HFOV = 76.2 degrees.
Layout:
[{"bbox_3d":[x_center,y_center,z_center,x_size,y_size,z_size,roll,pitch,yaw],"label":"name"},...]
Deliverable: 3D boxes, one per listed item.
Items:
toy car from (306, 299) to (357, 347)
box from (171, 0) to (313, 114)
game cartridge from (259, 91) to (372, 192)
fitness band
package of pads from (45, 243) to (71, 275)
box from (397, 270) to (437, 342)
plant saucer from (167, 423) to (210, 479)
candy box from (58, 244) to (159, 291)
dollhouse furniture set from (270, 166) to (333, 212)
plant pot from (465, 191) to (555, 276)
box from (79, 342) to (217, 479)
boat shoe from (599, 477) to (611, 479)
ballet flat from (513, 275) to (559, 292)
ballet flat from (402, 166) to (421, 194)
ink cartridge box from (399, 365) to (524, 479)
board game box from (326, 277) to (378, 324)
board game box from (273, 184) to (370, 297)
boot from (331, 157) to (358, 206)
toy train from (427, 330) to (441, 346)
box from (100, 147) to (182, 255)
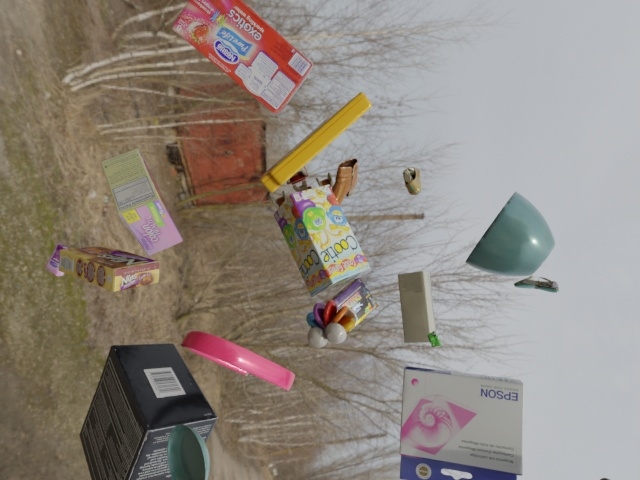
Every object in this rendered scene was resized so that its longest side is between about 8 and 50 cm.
[{"bbox_3d":[0.027,0.275,1.415,0.136,0.182,0.159,63,32,-10],"label":"toy car"},{"bbox_3d":[-0.150,-0.394,0.841,0.128,0.257,0.122,-50,-166,14],"label":"box"},{"bbox_3d":[-0.032,-0.227,0.994,0.052,0.285,0.324,49,-1,-10],"label":"game cartridge"},{"bbox_3d":[-0.197,0.292,0.990,0.209,0.291,0.054,-9,-128,55],"label":"fitness band"},{"bbox_3d":[-0.755,0.057,1.182,0.083,0.050,0.032,-63,171,1],"label":"package of pads"},{"bbox_3d":[0.385,0.265,1.620,0.094,0.113,0.275,18,66,-58],"label":"box"},{"bbox_3d":[-0.224,0.376,0.703,0.119,0.021,0.119,-2,-93,41],"label":"plant saucer"},{"bbox_3d":[-0.454,0.056,0.876,0.109,0.187,0.053,-10,108,-61],"label":"candy box"},{"bbox_3d":[-0.070,-0.198,1.714,0.135,0.262,0.259,62,6,-64],"label":"dollhouse furniture set"},{"bbox_3d":[0.654,0.010,1.369,0.195,0.290,0.290,36,-33,19],"label":"plant pot"},{"bbox_3d":[-0.440,0.465,1.021,0.296,0.183,0.294,37,-73,42],"label":"box"},{"bbox_3d":[0.673,0.628,0.922,0.081,0.227,0.079,44,-69,15],"label":"boat shoe"},{"bbox_3d":[0.613,0.121,1.160,0.041,0.114,0.041,7,90,-70],"label":"ballet flat"},{"bbox_3d":[0.397,-0.280,1.785,0.073,0.080,0.232,42,25,-21],"label":"ballet flat"},{"bbox_3d":[0.390,0.542,1.149,0.071,0.324,0.330,29,64,-74],"label":"ink cartridge box"},{"bbox_3d":[0.128,0.255,1.630,0.141,0.170,0.048,56,-25,-8],"label":"board game box"},{"bbox_3d":[0.000,0.000,1.188,0.142,0.144,0.275,-41,-108,55],"label":"board game box"},{"bbox_3d":[0.064,-0.199,1.462,0.073,0.197,0.152,31,-37,21],"label":"boot"},{"bbox_3d":[0.272,0.239,0.977,0.017,0.024,0.083,64,5,37],"label":"toy train"},{"bbox_3d":[-0.550,-0.118,1.264,0.243,0.117,0.213,56,-17,31],"label":"box"}]
